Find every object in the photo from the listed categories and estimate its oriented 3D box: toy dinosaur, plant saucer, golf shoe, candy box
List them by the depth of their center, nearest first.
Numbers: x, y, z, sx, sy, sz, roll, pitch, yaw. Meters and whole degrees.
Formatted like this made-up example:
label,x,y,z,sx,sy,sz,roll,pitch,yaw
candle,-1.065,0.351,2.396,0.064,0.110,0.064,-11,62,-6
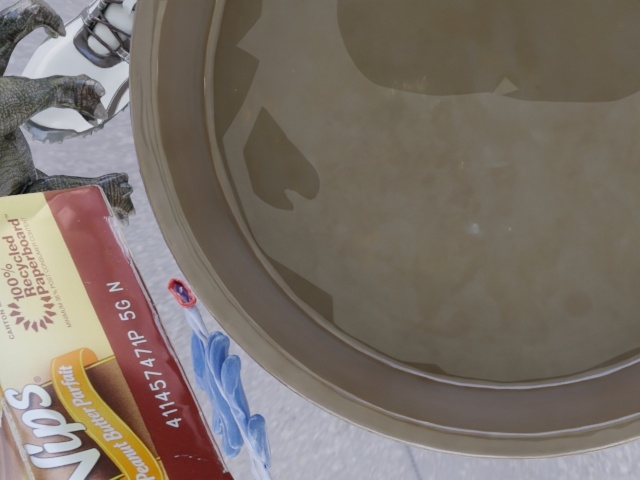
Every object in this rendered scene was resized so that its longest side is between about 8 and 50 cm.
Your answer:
label,x,y,z,sx,sy,sz,roll,pitch,yaw
plant saucer,0.069,-0.059,0.478,0.278,0.041,0.278,0,88,3
candy box,-0.149,0.144,0.647,0.183,0.087,0.316,62,145,29
toy dinosaur,-0.208,-0.057,0.740,0.160,0.121,0.313,-17,113,-32
golf shoe,-0.137,-0.151,0.889,0.077,0.094,0.198,40,67,5

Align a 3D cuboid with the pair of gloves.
label,x,y,z,sx,sy,sz,roll,pitch,yaw
pair of gloves,-0.075,0.122,1.002,0.023,0.198,0.159,-22,116,-13
